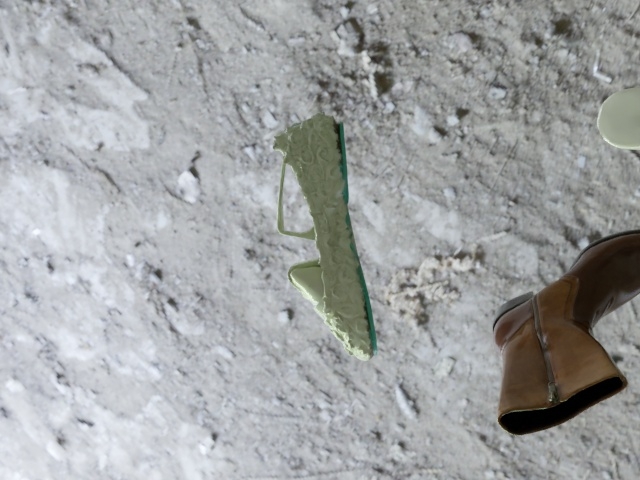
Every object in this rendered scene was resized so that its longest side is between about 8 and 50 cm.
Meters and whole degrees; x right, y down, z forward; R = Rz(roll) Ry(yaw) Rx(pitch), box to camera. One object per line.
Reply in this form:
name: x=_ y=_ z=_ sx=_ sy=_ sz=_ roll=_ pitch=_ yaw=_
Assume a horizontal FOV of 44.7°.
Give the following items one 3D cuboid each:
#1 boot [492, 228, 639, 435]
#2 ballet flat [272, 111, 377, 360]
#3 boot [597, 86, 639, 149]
boot: x=0.326 y=0.099 z=0.948 sx=0.264 sy=0.280 sz=0.096 roll=-25 pitch=100 yaw=16
ballet flat: x=0.000 y=0.000 z=1.272 sx=0.147 sy=0.147 sz=0.409 roll=-5 pitch=98 yaw=32
boot: x=0.325 y=-0.097 z=0.614 sx=0.190 sy=0.086 sz=0.069 roll=15 pitch=103 yaw=51
